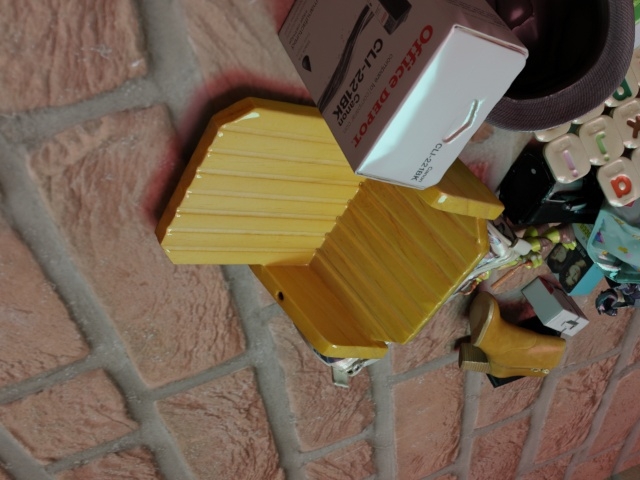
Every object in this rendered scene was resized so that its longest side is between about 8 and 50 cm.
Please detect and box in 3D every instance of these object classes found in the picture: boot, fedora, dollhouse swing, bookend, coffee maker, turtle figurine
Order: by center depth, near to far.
[{"bbox_3d":[0.250,-0.279,0.988,0.243,0.124,0.275,-27,100,11],"label":"fedora"},{"bbox_3d":[0.000,0.000,1.122,0.305,0.315,0.347,-14,147,-49],"label":"dollhouse swing"},{"bbox_3d":[0.416,-0.084,1.409,0.178,0.120,0.171,0,159,-29],"label":"coffee maker"},{"bbox_3d":[0.352,0.023,1.484,0.217,0.087,0.269,-23,176,-21],"label":"turtle figurine"},{"bbox_3d":[0.420,0.204,1.686,0.211,0.104,0.295,3,144,1],"label":"boot"},{"bbox_3d":[0.467,0.255,1.853,0.157,0.072,0.156,-19,141,-9],"label":"bookend"}]

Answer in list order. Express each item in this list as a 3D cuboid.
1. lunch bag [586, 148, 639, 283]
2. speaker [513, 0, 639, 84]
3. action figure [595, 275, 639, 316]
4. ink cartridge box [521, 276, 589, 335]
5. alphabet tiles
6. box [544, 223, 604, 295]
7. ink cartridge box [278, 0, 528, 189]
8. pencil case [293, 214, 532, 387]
[{"bbox_3d":[0.561,-0.055,1.324,0.223,0.160,0.262,-55,157,-13],"label":"lunch bag"},{"bbox_3d":[0.357,-0.287,1.102,0.296,0.131,0.131,-34,142,10],"label":"speaker"},{"bbox_3d":[0.627,0.089,1.563,0.185,0.099,0.285,-26,145,18],"label":"action figure"},{"bbox_3d":[0.514,0.145,1.728,0.056,0.099,0.135,-45,140,21],"label":"ink cartridge box"},{"bbox_3d":[0.455,-0.208,1.190,0.284,0.278,0.021,-28,-176,1],"label":"alphabet tiles"},{"bbox_3d":[0.550,-0.007,1.570,0.060,0.100,0.244,-1,136,-28],"label":"box"},{"bbox_3d":[0.079,-0.222,0.897,0.114,0.273,0.197,6,132,-36],"label":"ink cartridge box"},{"bbox_3d":[0.152,0.073,1.363,0.410,0.184,0.160,-38,151,14],"label":"pencil case"}]
